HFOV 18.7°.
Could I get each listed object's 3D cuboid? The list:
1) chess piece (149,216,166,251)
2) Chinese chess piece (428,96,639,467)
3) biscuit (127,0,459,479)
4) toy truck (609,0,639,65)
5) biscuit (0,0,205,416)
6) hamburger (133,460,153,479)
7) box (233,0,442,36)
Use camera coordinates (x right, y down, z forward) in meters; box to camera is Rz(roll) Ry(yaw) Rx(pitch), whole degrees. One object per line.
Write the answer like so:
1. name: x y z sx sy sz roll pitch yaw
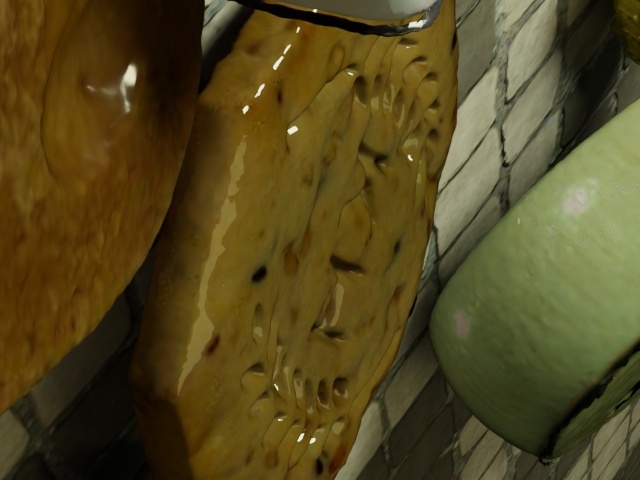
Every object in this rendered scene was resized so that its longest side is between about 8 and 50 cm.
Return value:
1. chess piece: -0.097 -0.022 0.899 0.083 0.038 0.084 -45 154 -29
2. Chinese chess piece: 0.245 0.017 1.467 0.349 0.146 0.349 -38 165 -12
3. biscuit: 0.001 -0.001 1.040 0.359 0.046 0.359 16 90 -71
4. toy truck: 0.251 -0.197 1.367 0.114 0.098 0.227 -51 160 -4
5. biscuit: -0.127 -0.093 0.584 0.367 0.063 0.314 -44 133 -63
6. hamburger: -0.068 0.287 1.098 0.237 0.276 0.276 -52 161 14
7. box: 0.022 -0.265 0.644 0.190 0.112 0.370 -64 164 -50
